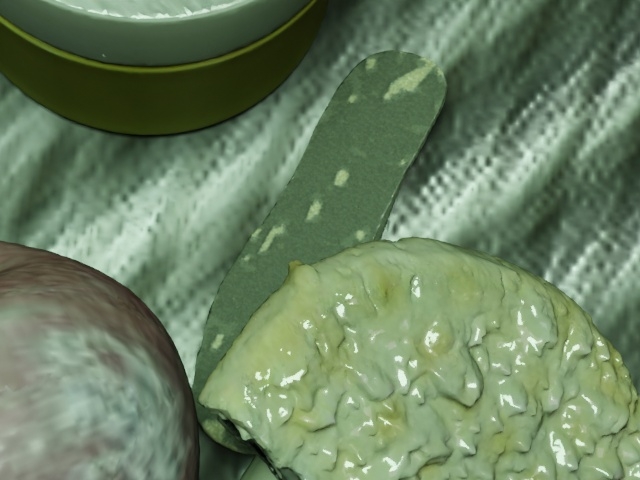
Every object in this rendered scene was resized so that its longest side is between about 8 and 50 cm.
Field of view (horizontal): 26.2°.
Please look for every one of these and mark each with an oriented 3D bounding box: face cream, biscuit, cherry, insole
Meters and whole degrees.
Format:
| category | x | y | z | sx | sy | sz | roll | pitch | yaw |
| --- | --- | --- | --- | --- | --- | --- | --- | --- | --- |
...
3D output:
| category | x | y | z | sx | sy | sz | roll | pitch | yaw |
| --- | --- | --- | --- | --- | --- | --- | --- | --- | --- |
| face cream | -0.090 | -0.181 | 0.707 | 0.218 | 0.179 | 0.218 | 1 | 77 | -7 |
| biscuit | 0.083 | 0.103 | 0.685 | 0.281 | 0.084 | 0.179 | 44 | 68 | -20 |
| cherry | -0.160 | 0.101 | 0.607 | 0.213 | 0.236 | 0.285 | -9 | 97 | -10 |
| insole | 0.000 | 0.000 | 0.749 | 0.081 | 0.011 | 0.248 | 18 | 71 | 26 |

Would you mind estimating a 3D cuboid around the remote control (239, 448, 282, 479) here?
| category | x | y | z | sx | sy | sz | roll | pitch | yaw |
| --- | --- | --- | --- | --- | --- | --- | --- | --- | --- |
| remote control | 0.017 | 0.104 | 0.727 | 0.078 | 0.042 | 0.221 | 33 | 75 | 0 |
